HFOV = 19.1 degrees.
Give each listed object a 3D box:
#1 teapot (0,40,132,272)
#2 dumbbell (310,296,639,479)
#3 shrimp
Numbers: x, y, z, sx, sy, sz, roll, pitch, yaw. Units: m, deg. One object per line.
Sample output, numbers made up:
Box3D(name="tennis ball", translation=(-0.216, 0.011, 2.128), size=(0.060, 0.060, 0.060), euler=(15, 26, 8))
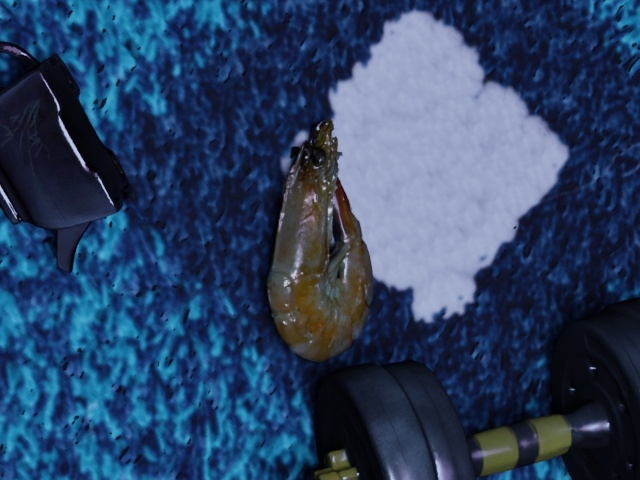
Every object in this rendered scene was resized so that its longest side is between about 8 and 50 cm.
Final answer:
Box3D(name="teapot", translation=(-0.212, -0.061, 1.397), size=(0.096, 0.087, 0.177), euler=(-26, 101, 8))
Box3D(name="dumbbell", translation=(0.153, 0.159, 1.469), size=(0.388, 0.185, 0.185), euler=(-12, 96, -17))
Box3D(name="shrimp", translation=(0.000, 0.000, 1.490), size=(0.101, 0.042, 0.190), euler=(-1, 92, -39))
